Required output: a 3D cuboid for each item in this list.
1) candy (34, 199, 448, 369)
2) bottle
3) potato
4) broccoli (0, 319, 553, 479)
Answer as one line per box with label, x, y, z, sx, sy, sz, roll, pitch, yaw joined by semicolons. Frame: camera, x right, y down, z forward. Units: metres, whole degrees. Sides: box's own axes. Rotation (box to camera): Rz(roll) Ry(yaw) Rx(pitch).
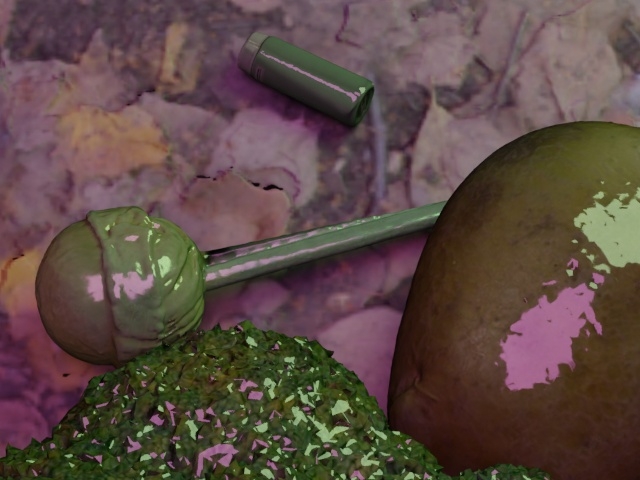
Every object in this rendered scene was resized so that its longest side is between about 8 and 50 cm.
candy;0.000;0.000;0.989;0.335;0.093;0.092;-15;114;-11
bottle;-0.009;-0.100;1.035;0.083;0.030;0.030;27;75;12
potato;0.126;0.053;0.915;0.174;0.159;0.251;19;61;37
broccoli;-0.039;0.230;0.777;0.413;0.310;0.321;-6;41;1
